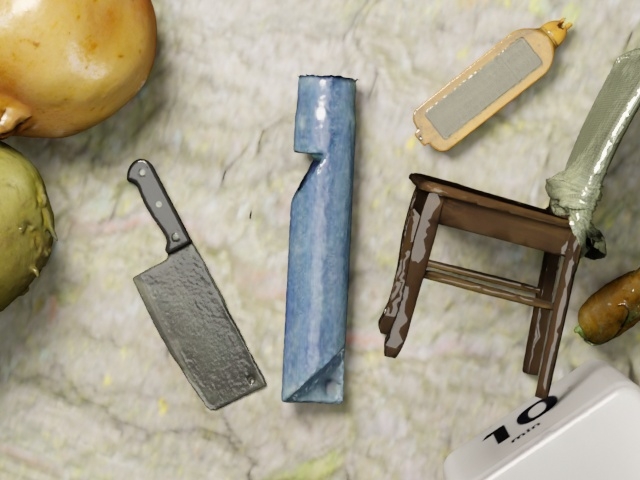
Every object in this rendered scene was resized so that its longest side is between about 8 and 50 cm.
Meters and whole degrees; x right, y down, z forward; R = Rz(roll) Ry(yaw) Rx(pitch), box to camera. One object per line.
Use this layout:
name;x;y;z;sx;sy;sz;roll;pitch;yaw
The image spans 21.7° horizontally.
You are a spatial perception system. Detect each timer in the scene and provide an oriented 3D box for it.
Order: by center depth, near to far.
timer;0.236;0.239;1.479;0.192;0.195;0.194;-34;92;3

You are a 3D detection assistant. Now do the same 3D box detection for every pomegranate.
pomegranate;-0.250;-0.190;1.471;0.209;0.209;0.209;0;93;2

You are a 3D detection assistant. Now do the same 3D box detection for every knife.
knife;-0.135;0.043;1.570;0.072;0.019;0.245;-26;93;4

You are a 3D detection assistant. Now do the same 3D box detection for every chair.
chair;0.173;-0.039;1.488;0.186;0.160;0.319;15;95;-1

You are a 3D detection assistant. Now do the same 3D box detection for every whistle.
whistle;0.000;0.000;1.542;0.062;0.062;0.304;3;93;2

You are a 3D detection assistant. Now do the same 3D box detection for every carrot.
carrot;0.328;0.014;1.502;0.254;0.049;0.049;-41;91;27

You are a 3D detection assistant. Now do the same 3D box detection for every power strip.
power strip;0.160;-0.148;1.546;0.178;0.028;0.049;-38;91;3

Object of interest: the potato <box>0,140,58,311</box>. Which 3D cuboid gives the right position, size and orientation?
potato;-0.415;0.017;1.472;0.359;0.269;0.219;-23;116;-20
